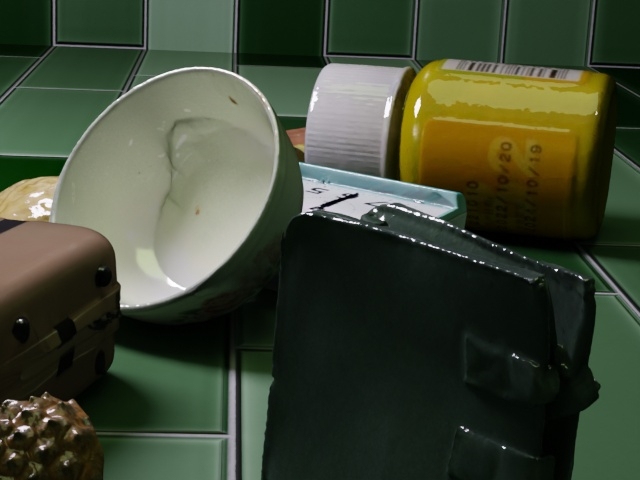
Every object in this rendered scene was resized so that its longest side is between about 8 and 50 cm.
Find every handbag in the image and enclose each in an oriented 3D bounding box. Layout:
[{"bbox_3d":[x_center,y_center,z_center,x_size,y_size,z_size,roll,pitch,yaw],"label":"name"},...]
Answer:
[{"bbox_3d":[-0.338,0.072,1.203,0.283,0.149,0.302,5,17,16],"label":"handbag"},{"bbox_3d":[0.064,0.114,0.910,0.079,0.247,0.260,-1,13,-36],"label":"handbag"}]

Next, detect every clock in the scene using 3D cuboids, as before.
[{"bbox_3d":[0.000,0.000,1.621,0.262,0.116,0.231,12,22,35],"label":"clock"}]

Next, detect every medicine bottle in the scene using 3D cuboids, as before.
[{"bbox_3d":[0.187,-0.126,1.885,0.384,0.224,0.224,7,15,14],"label":"medicine bottle"}]

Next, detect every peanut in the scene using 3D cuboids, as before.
[{"bbox_3d":[-0.289,-0.019,1.621,0.233,0.110,0.197,-8,18,-41],"label":"peanut"}]

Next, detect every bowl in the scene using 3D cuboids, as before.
[{"bbox_3d":[-0.130,-0.028,1.472,0.277,0.277,0.145,13,-18,33],"label":"bowl"}]

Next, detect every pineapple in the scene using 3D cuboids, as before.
[{"bbox_3d":[-0.284,0.166,0.916,0.277,0.119,0.130,-6,36,-24],"label":"pineapple"}]

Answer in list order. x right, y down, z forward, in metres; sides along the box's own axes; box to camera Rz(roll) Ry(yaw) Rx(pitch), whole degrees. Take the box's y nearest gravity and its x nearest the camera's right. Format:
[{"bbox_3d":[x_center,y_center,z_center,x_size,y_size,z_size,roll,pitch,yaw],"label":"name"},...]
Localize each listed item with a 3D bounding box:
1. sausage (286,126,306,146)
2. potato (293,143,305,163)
[{"bbox_3d":[-0.060,-0.148,2.223,0.304,0.078,0.078,-7,18,-29],"label":"sausage"},{"bbox_3d":[-0.026,-0.112,2.109,0.096,0.066,0.103,10,14,12],"label":"potato"}]
